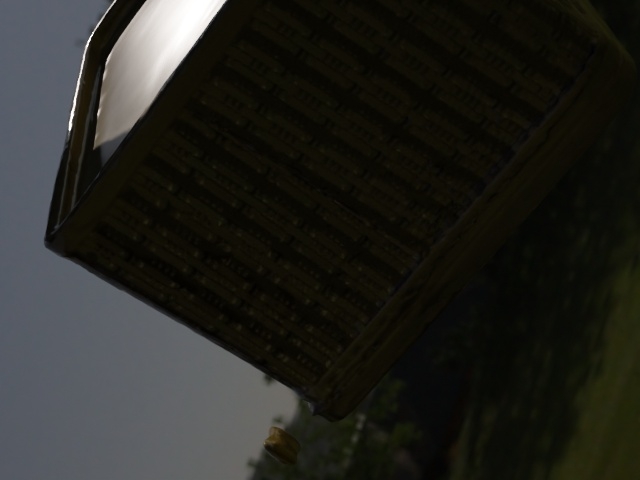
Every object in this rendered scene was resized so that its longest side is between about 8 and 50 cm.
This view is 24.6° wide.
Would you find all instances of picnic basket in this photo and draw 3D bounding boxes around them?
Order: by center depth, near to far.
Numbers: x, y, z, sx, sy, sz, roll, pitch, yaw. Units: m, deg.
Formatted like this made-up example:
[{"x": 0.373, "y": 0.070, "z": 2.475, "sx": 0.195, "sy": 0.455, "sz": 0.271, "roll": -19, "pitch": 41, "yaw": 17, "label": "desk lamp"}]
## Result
[{"x": 0.004, "y": -0.093, "z": 0.741, "sx": 0.228, "sy": 0.175, "sz": 0.313, "roll": -51, "pitch": 20, "yaw": 18, "label": "picnic basket"}]

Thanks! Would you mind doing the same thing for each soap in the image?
[{"x": -0.032, "y": 0.175, "z": 1.245, "sx": 0.012, "sy": 0.034, "sz": 0.089, "roll": -55, "pitch": -1, "yaw": 4, "label": "soap"}]
